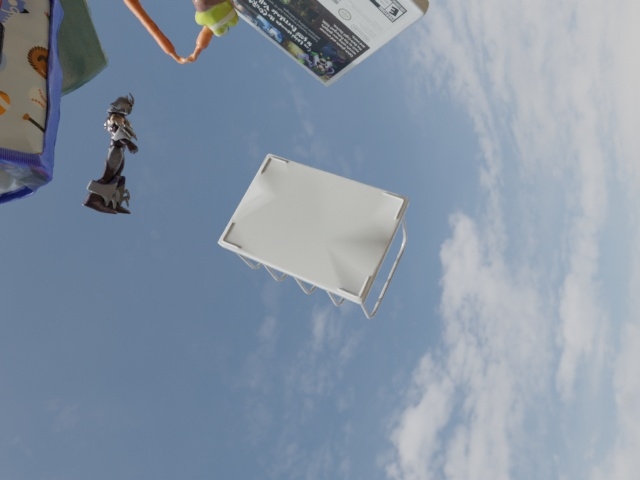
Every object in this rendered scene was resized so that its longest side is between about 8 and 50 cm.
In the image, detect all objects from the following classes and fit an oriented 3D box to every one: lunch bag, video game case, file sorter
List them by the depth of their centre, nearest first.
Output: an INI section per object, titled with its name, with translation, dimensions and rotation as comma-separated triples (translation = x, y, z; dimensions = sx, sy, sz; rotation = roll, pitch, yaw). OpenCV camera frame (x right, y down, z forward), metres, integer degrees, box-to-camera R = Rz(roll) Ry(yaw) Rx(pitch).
[video game case]
translation = -0.015, -0.255, 0.469
dimensions = 0.190, 0.173, 0.022
rotation = 32, -113, -25
[lunch bag]
translation = -0.547, -0.211, 0.600
dimensions = 0.384, 0.239, 0.328
rotation = -6, -107, -6
[file sorter]
translation = 0.000, 0.000, 0.851
dimensions = 0.193, 0.277, 0.173
rotation = -63, -21, -16

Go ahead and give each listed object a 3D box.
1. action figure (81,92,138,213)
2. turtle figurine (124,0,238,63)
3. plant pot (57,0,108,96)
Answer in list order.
[action figure]
translation = -0.478, -0.208, 1.092
dimensions = 0.099, 0.185, 0.285
rotation = 11, -86, -15
[turtle figurine]
translation = -0.092, -0.260, 0.283
dimensions = 0.087, 0.217, 0.270
rotation = -77, -31, -54
[plant pot]
translation = -0.612, -0.429, 1.004
dimensions = 0.252, 0.247, 0.248
rotation = -20, -63, -17
